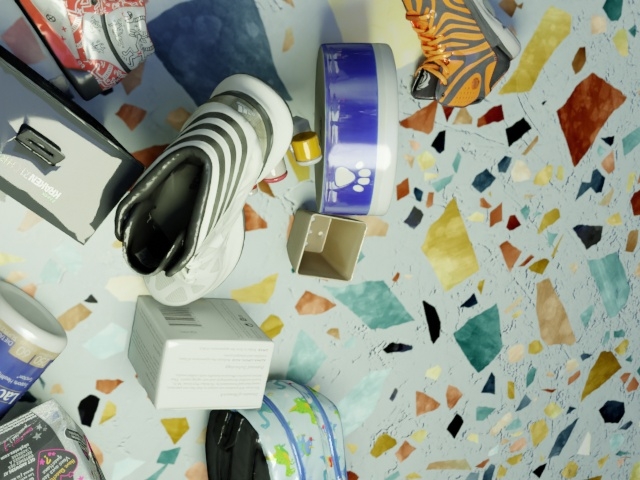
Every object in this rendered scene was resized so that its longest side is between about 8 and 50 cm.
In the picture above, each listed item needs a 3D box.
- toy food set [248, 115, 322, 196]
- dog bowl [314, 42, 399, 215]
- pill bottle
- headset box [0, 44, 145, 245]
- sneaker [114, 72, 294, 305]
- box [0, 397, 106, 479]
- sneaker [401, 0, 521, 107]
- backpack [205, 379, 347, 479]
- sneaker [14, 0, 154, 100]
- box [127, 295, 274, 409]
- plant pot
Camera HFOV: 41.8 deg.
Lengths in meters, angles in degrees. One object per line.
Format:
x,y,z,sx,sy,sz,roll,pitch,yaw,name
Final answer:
-0.073,-0.123,1.268,0.111,0.232,0.104,-25,119,-21,toy food set
0.049,-0.170,1.288,0.104,0.265,0.264,0,110,-4,dog bowl
-0.511,0.199,1.221,0.264,0.153,0.153,-49,122,-2,pill bottle
-0.385,-0.143,1.079,0.246,0.283,0.131,39,89,-31,headset box
-0.213,-0.012,1.151,0.257,0.169,0.447,-49,173,-45,sneaker
-0.421,0.358,1.259,0.163,0.142,0.247,-26,162,-16,box
0.192,-0.329,1.389,0.321,0.125,0.180,32,92,-32,sneaker
-0.081,0.421,1.468,0.273,0.290,0.355,-28,112,-24,backpack
-0.336,-0.338,1.145,0.145,0.090,0.270,-36,124,-11,sneaker
-0.197,0.179,1.353,0.182,0.181,0.119,5,107,-28,box
0.000,0.000,1.433,0.109,0.096,0.109,9,104,-29,plant pot
